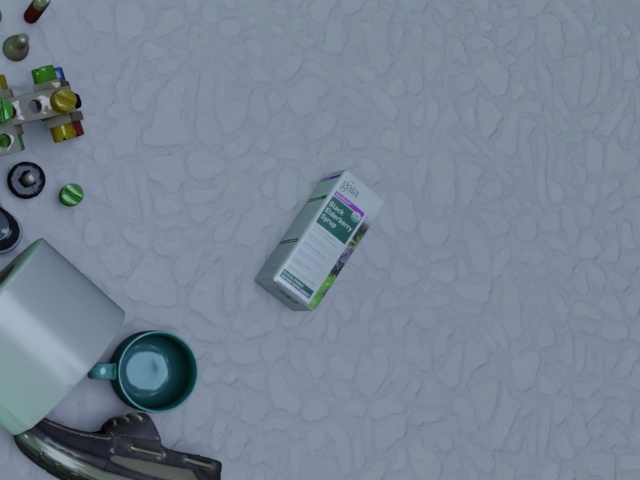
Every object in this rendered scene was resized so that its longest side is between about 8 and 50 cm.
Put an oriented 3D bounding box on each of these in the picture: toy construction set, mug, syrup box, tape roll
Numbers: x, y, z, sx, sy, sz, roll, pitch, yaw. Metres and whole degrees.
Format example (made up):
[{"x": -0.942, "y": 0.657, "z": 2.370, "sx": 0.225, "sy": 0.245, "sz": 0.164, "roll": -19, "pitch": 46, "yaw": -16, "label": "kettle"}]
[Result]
[{"x": -0.448, "y": -0.229, "z": 1.726, "sx": 0.257, "sy": 0.237, "sz": 0.309, "roll": 9, "pitch": 82, "yaw": -23, "label": "toy construction set"}, {"x": -0.280, "y": 0.200, "z": 1.843, "sx": 0.158, "sy": 0.097, "sz": 0.129, "roll": 37, "pitch": 73, "yaw": -16, "label": "mug"}, {"x": 0.000, "y": 0.000, "z": 1.986, "sx": 0.093, "sy": 0.096, "sz": 0.237, "roll": 39, "pitch": 73, "yaw": -16, "label": "syrup box"}, {"x": -0.431, "y": 0.138, "z": 1.701, "sx": 0.169, "sy": 0.246, "sz": 0.246, "roll": 45, "pitch": 70, "yaw": -14, "label": "tape roll"}]

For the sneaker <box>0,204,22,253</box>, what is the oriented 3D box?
[{"x": -0.561, "y": -0.054, "z": 1.707, "sx": 0.268, "sy": 0.153, "sz": 0.101, "roll": 26, "pitch": 76, "yaw": -20, "label": "sneaker"}]

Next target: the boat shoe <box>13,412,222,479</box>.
[{"x": -0.309, "y": 0.336, "z": 1.816, "sx": 0.355, "sy": 0.132, "sz": 0.130, "roll": 31, "pitch": 64, "yaw": -28, "label": "boat shoe"}]
